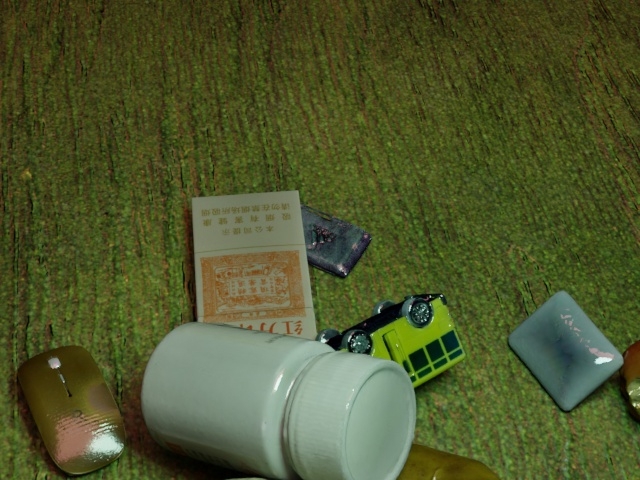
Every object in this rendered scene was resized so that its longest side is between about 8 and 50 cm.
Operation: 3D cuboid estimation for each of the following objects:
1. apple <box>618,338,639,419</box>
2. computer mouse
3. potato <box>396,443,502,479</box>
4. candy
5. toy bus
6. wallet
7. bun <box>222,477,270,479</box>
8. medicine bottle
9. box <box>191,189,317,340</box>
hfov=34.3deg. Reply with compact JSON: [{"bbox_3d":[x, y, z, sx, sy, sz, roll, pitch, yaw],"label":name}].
[{"bbox_3d":[0.579,0.226,1.724,0.158,0.156,0.147,-3,38,17],"label":"apple"},{"bbox_3d":[-0.398,0.262,1.653,0.126,0.056,0.245,-18,51,-21],"label":"computer mouse"},{"bbox_3d":[0.159,0.397,1.528,0.369,0.176,0.195,21,77,17],"label":"potato"},{"bbox_3d":[0.417,0.188,1.771,0.138,0.071,0.174,-44,55,13],"label":"candy"},{"bbox_3d":[0.093,0.194,1.695,0.262,0.128,0.150,-26,97,-25],"label":"toy bus"},{"bbox_3d":[0.000,0.001,1.943,0.166,0.030,0.111,24,58,18],"label":"wallet"},{"bbox_3d":[-0.101,0.480,1.379,0.362,0.234,0.326,-3,43,2],"label":"bun"},{"bbox_3d":[-0.065,0.242,1.516,0.371,0.211,0.211,6,42,35],"label":"medicine bottle"},{"bbox_3d":[-0.122,0.068,1.839,0.204,0.051,0.365,-4,53,-5],"label":"box"}]
